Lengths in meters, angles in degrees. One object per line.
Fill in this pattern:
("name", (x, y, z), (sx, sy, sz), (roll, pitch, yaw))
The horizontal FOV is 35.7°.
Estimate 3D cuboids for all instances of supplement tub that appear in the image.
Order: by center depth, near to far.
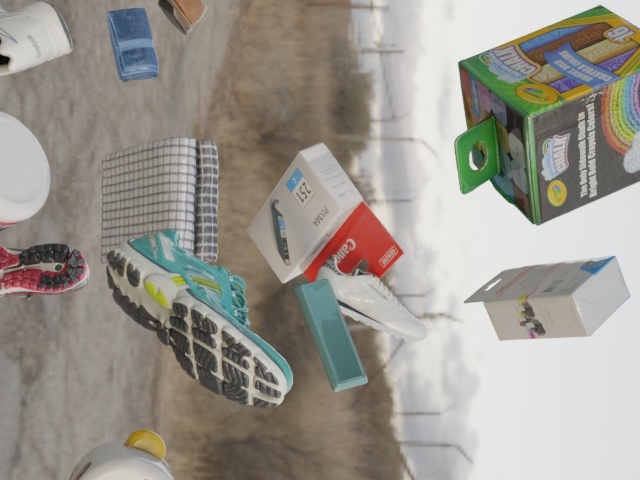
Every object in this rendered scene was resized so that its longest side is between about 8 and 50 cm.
("supplement tub", (-0.604, -0.086, 1.655), (0.191, 0.272, 0.191), (36, 44, -44))

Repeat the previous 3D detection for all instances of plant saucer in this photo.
("plant saucer", (0.018, 0.151, 1.639), (0.018, 0.067, 0.192), (-51, -125, 57))

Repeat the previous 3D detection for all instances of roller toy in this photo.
("roller toy", (-0.340, 0.444, 1.703), (0.146, 0.191, 0.209), (-161, -123, -75))

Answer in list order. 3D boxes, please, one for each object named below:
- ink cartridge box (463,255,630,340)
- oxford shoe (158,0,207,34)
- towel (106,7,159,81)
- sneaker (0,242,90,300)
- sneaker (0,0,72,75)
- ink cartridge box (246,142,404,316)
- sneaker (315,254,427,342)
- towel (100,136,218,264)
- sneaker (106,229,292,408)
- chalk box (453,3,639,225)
("ink cartridge box", (0.284, 0.076, 1.265), (0.181, 0.104, 0.062), (-10, -72, 52))
("oxford shoe", (-0.257, -0.447, 1.689), (0.076, 0.076, 0.212), (42, -8, 31))
("towel", (-0.299, -0.314, 1.587), (0.029, 0.067, 0.120), (126, -49, -72))
("sneaker", (-0.599, 0.069, 1.928), (0.112, 0.299, 0.121), (99, -6, -74))
("sneaker", (-0.527, -0.313, 1.579), (0.129, 0.297, 0.111), (-42, 121, -38))
("ink cartridge box", (0.000, 0.000, 1.903), (0.261, 0.066, 0.296), (54, -37, 12))
("sneaker", (0.100, 0.113, 1.842), (0.095, 0.235, 0.090), (-65, -174, -5))
("towel", (-0.300, -0.060, 1.876), (0.283, 0.121, 0.235), (-8, -99, 48))
("sneaker", (-0.122, 0.072, 1.091), (0.275, 0.110, 0.107), (40, -40, 28))
("chalk box", (0.298, -0.156, 1.308), (0.179, 0.288, 0.180), (-123, -165, -50))
